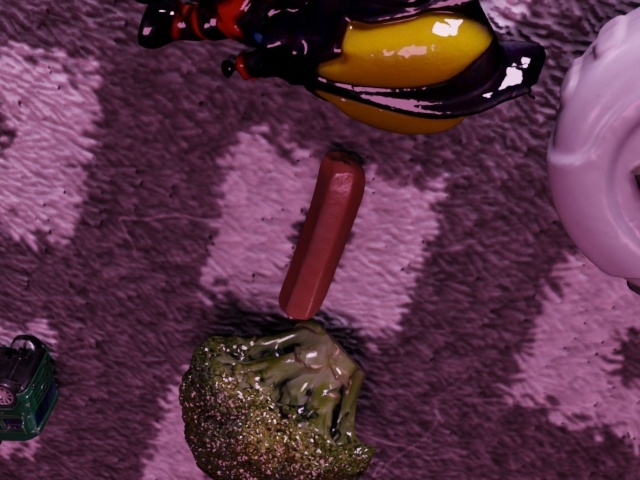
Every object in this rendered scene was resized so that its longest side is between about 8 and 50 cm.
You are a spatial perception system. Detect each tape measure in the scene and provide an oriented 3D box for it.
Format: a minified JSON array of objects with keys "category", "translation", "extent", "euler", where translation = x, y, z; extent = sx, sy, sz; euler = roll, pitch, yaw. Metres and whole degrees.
[{"category":"tape measure","translation":[0.235,-0.050,0.708],"extent":[0.197,0.120,0.236],"euler":[-21,114,27]}]

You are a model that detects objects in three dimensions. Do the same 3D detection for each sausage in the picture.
[{"category":"sausage","translation":[0.000,0.000,0.846],"extent":[0.030,0.035,0.147],"euler":[39,133,24]}]

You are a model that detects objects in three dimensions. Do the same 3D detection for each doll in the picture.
[{"category":"doll","translation":[0.010,-0.120,0.728],"extent":[0.249,0.127,0.088],"euler":[14,93,0]}]

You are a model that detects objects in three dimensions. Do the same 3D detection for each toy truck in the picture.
[{"category":"toy truck","translation":[-0.288,0.126,0.981],"extent":[0.147,0.065,0.079],"euler":[-3,127,15]}]

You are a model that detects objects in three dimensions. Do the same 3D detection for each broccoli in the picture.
[{"category":"broccoli","translation":[-0.031,0.130,0.893],"extent":[0.138,0.146,0.162],"euler":[-43,93,1]}]
